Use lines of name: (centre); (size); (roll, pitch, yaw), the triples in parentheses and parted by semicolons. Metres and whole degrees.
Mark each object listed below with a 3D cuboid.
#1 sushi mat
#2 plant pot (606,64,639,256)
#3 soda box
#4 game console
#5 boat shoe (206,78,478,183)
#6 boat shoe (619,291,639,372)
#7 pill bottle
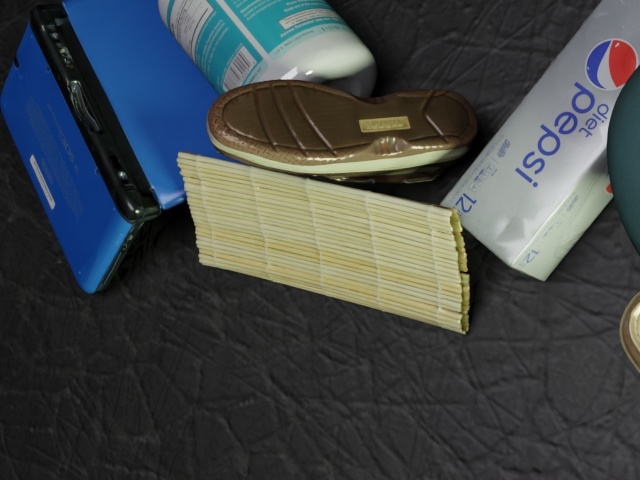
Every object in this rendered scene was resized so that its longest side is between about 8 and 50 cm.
sushi mat: (0.000, 0.000, 1.309); (0.317, 0.151, 0.019); (14, 42, 30)
plant pot: (0.346, -0.070, 1.073); (0.290, 0.290, 0.195); (-62, 34, 5)
soda box: (0.244, -0.105, 1.213); (0.098, 0.091, 0.286); (43, 101, 29)
game console: (-0.208, -0.130, 1.498); (0.293, 0.173, 0.250); (62, 141, 23)
boat shoe: (0.016, -0.088, 1.265); (0.257, 0.095, 0.095); (3, 61, -14)
boat shoe: (0.386, 0.134, 1.081); (0.341, 0.110, 0.121); (34, 97, 29)
pill bottle: (-0.069, -0.223, 1.372); (0.146, 0.146, 0.264); (-44, 64, 14)
